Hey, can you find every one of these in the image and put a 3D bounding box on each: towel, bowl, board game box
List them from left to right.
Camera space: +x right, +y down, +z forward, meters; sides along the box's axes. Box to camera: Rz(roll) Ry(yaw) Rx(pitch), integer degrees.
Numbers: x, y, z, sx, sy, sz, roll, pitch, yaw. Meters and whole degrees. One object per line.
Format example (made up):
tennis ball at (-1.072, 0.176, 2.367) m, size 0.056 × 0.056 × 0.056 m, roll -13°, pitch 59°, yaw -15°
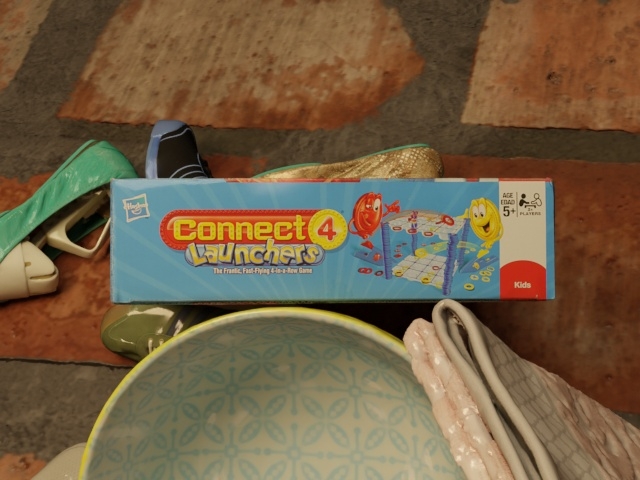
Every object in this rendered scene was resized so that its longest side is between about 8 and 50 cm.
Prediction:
bowl at (-0.012, 0.181, 0.965) m, size 0.289 × 0.290 × 0.156 m, roll -2°, pitch 3°, yaw 10°
board game box at (0.000, 0.000, 1.047) m, size 0.301 × 0.086 × 0.308 m, roll 0°, pitch 0°, yaw -4°
towel at (0.206, 0.210, 0.825) m, size 0.053 × 0.317 × 0.332 m, roll -41°, pitch 43°, yaw 17°

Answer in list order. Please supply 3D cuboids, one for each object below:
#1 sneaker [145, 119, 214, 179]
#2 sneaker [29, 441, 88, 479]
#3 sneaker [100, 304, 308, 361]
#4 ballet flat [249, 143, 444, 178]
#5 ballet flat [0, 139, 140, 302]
sneaker at (-0.118, -0.026, 1.279) m, size 0.090 × 0.081 × 0.232 m, roll -5°, pitch 52°, yaw 3°
sneaker at (-0.238, 0.242, 1.001) m, size 0.099 × 0.121 × 0.262 m, roll 16°, pitch 51°, yaw 25°
sneaker at (-0.103, 0.095, 1.157) m, size 0.192 × 0.064 × 0.086 m, roll -1°, pitch 40°, yaw 7°
ballet flat at (0.018, -0.040, 1.270) m, size 0.206 × 0.073 × 0.067 m, roll -14°, pitch 58°, yaw 4°
ballet flat at (-0.263, -0.001, 1.284) m, size 0.087 × 0.083 × 0.247 m, roll 34°, pitch 61°, yaw 20°
